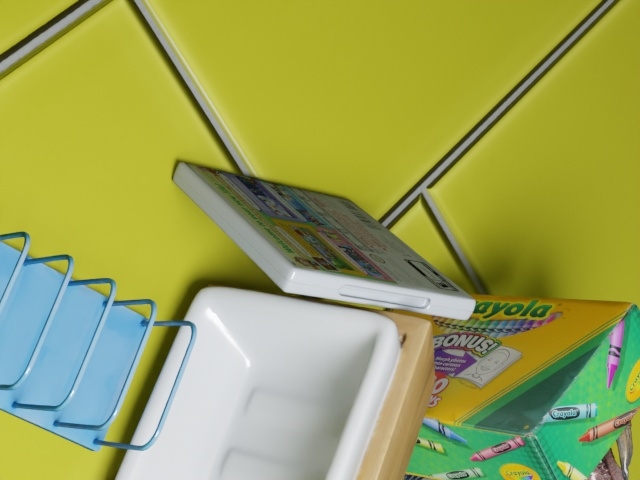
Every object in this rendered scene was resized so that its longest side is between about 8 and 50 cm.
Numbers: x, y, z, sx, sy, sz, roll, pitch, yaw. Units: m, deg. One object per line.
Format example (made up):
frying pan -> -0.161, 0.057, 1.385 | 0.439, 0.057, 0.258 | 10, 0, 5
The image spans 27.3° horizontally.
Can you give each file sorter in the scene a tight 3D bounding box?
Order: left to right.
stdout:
file sorter -> -0.198, 0.079, 1.014 | 0.170, 0.104, 0.118 | 31, 68, -31

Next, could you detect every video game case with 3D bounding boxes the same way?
video game case -> 0.000, 0.000, 1.117 | 0.193, 0.212, 0.023 | 11, 109, -37

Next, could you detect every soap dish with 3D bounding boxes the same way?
soap dish -> -0.043, 0.188, 1.058 | 0.118, 0.229, 0.291 | 44, 61, -49

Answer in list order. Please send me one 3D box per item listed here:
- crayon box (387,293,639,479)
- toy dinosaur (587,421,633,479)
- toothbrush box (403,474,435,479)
crayon box -> 0.139, 0.129, 1.158 | 0.165, 0.278, 0.081 | -44, 117, -31
toy dinosaur -> 0.256, 0.225, 1.291 | 0.127, 0.200, 0.296 | -37, 109, -34
toothbrush box -> 0.073, 0.321, 1.139 | 0.283, 0.206, 0.122 | -44, 112, -32
